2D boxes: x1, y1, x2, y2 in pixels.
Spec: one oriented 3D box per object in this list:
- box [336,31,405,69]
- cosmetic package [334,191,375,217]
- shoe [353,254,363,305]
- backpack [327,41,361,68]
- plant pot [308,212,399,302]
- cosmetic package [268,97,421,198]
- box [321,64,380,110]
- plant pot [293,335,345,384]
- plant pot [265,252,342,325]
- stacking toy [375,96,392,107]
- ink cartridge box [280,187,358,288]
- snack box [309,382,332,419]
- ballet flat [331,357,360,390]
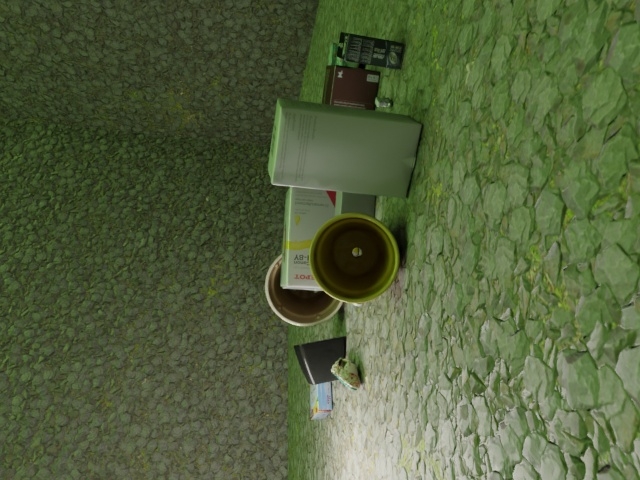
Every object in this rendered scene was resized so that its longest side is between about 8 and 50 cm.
[{"bbox_3d":[0.154,-0.595,1.500,0.147,0.180,0.078,-109,26,-63],"label":"box"},{"bbox_3d":[0.120,-0.129,1.668,0.107,0.127,0.238,170,102,-79],"label":"cosmetic package"},{"bbox_3d":[0.130,0.137,1.679,0.081,0.063,0.178,98,174,-49],"label":"shoe"},{"bbox_3d":[0.103,-0.740,1.956,0.188,0.144,0.166,121,157,-62],"label":"backpack"},{"bbox_3d":[0.104,0.043,1.434,0.239,0.253,0.254,-29,-56,-83],"label":"plant pot"},{"bbox_3d":[0.061,-0.253,1.319,0.156,0.384,0.217,-110,29,-64],"label":"cosmetic package"},{"bbox_3d":[0.105,-0.557,1.786,0.203,0.168,0.167,-112,28,-69],"label":"box"},{"bbox_3d":[0.005,0.491,1.954,0.188,0.187,0.167,133,129,-73],"label":"plant pot"},{"bbox_3d":[-0.063,0.179,2.104,0.305,0.333,0.334,-114,29,-87],"label":"plant pot"},{"bbox_3d":[0.200,-0.332,1.529,0.167,0.052,0.221,102,165,-44],"label":"stacking toy"},{"bbox_3d":[0.000,0.000,1.859,0.160,0.279,0.385,154,119,-76],"label":"ink cartridge box"},{"bbox_3d":[-0.001,0.702,2.170,0.207,0.070,0.175,112,159,-57],"label":"snack box"},{"bbox_3d":[0.092,0.472,1.729,0.077,0.091,0.241,-65,12,-8],"label":"ballet flat"}]
